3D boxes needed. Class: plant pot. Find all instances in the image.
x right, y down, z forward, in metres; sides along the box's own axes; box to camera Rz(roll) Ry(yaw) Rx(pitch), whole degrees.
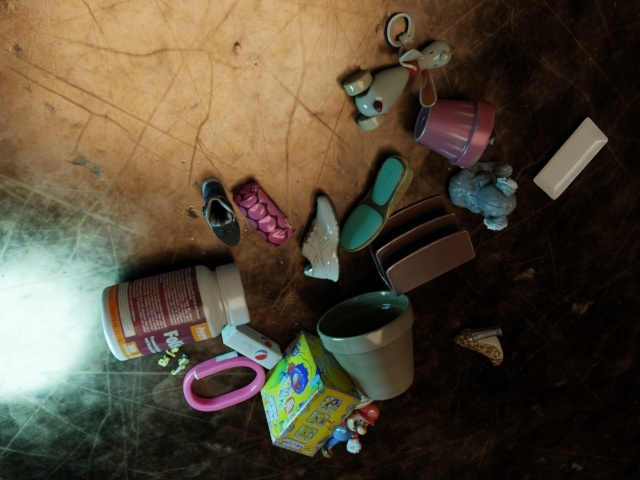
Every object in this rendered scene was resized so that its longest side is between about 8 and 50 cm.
[{"bbox_3d":[0.185,0.361,1.668,0.323,0.323,0.280,-22,103,-5],"label":"plant pot"},{"bbox_3d":[0.387,-0.335,1.486,0.180,0.201,0.201,14,113,-7],"label":"plant pot"}]

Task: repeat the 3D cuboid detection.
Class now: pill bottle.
[{"bbox_3d":[-0.421,0.201,1.490,0.392,0.224,0.224,-13,120,-10],"label":"pill bottle"}]

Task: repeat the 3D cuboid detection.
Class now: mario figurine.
[{"bbox_3d":[0.105,0.760,1.983,0.320,0.170,0.198,-43,156,17],"label":"mario figurine"}]

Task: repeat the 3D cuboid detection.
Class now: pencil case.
[{"bbox_3d":[-0.167,-0.079,1.499,0.098,0.095,0.209,-15,131,33],"label":"pencil case"}]

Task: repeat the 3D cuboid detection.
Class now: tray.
[{"bbox_3d":[0.868,-0.286,1.747,0.145,0.030,0.270,30,105,-29],"label":"tray"}]

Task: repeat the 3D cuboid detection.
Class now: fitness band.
[{"bbox_3d":[-0.341,0.506,1.781,0.290,0.054,0.209,-18,121,-6],"label":"fitness band"}]

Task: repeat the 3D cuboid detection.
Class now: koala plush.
[{"bbox_3d":[0.545,-0.141,1.610,0.203,0.221,0.196,3,117,-18],"label":"koala plush"}]

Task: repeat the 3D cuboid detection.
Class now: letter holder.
[{"bbox_3d":[0.327,0.009,1.667,0.302,0.152,0.214,-27,120,-2],"label":"letter holder"}]

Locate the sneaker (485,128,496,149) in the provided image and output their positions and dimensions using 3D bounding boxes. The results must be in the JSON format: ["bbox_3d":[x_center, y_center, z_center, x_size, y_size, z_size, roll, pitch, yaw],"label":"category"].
[{"bbox_3d":[0.512,-0.297,1.612,0.084,0.058,0.152,17,105,-15],"label":"sneaker"}]

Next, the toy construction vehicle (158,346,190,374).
[{"bbox_3d":[-0.492,0.404,1.688,0.098,0.035,0.086,-43,121,8],"label":"toy construction vehicle"}]

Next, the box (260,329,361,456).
[{"bbox_3d":[-0.046,0.530,1.746,0.177,0.290,0.279,30,104,-28],"label":"box"}]

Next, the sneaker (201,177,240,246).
[{"bbox_3d":[-0.280,-0.049,1.438,0.086,0.163,0.226,-21,123,-8],"label":"sneaker"}]

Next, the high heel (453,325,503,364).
[{"bbox_3d":[0.650,0.447,2.059,0.186,0.093,0.261,-11,130,9],"label":"high heel"}]

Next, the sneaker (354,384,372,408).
[{"bbox_3d":[0.196,0.502,1.875,0.319,0.127,0.208,-30,144,-11],"label":"sneaker"}]

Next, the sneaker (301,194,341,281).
[{"bbox_3d":[0.000,0.000,1.587,0.129,0.111,0.297,0,113,2],"label":"sneaker"}]

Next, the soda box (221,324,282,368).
[{"bbox_3d":[-0.235,0.358,1.721,0.069,0.074,0.216,-46,120,10],"label":"soda box"}]

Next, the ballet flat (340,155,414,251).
[{"bbox_3d":[0.189,-0.108,1.591,0.123,0.123,0.348,20,112,-25],"label":"ballet flat"}]

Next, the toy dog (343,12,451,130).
[{"bbox_3d":[0.223,-0.441,1.383,0.220,0.161,0.334,33,104,-29],"label":"toy dog"}]
